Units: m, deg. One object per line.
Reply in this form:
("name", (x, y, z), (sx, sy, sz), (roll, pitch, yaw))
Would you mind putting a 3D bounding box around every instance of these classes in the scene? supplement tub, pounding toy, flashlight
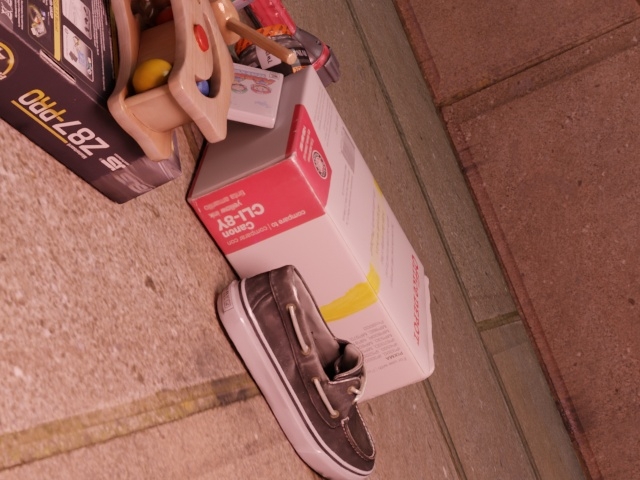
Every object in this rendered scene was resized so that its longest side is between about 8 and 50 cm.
("supplement tub", (-0.058, -0.230, 1.787), (0.190, 0.117, 0.117), (68, 17, 6))
("pounding toy", (-0.124, -0.213, 1.176), (0.269, 0.155, 0.154), (-89, 157, -52))
("flashlight", (-0.075, -0.384, 1.973), (0.304, 0.103, 0.103), (56, 23, -36))

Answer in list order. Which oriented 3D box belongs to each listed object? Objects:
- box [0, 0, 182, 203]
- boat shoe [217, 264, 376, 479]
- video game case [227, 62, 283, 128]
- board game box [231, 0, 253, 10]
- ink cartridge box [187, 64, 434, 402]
("box", (-0.282, -0.278, 1.203), (0.318, 0.097, 0.395), (40, 31, -53))
("boat shoe", (0.001, 0.174, 1.429), (0.335, 0.119, 0.121), (57, 19, -29))
("video game case", (-0.131, -0.200, 1.505), (0.143, 0.157, 0.019), (-85, -172, -59))
("board game box", (-0.139, -0.472, 1.511), (0.066, 0.318, 0.318), (-27, 93, -56))
("ink cartridge box", (0.000, 0.000, 1.584), (0.384, 0.160, 0.279), (58, 19, -26))
